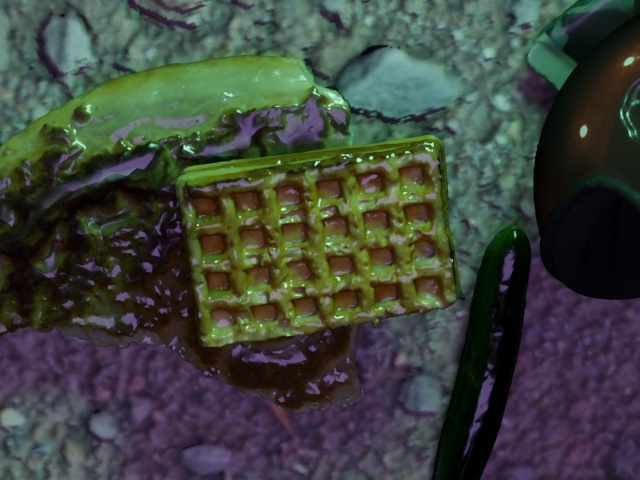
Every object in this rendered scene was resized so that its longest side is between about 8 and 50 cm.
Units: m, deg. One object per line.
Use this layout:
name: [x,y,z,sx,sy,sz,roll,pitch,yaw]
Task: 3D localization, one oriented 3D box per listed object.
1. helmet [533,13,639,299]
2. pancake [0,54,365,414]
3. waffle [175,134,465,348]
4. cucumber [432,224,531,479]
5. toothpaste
helmet: [0.217,-0.035,1.023,0.216,0.189,0.193,-18,65,21]
pancake: [-0.076,0.016,1.122,0.266,0.057,0.244,-35,110,12]
waffle: [0.000,-0.001,1.064,0.148,0.042,0.102,-9,111,-1]
cucumber: [0.095,0.078,1.136,0.036,0.033,0.184,5,106,-20]
toothpaste: [0.205,-0.160,1.078,0.062,0.037,0.216,40,104,-14]
